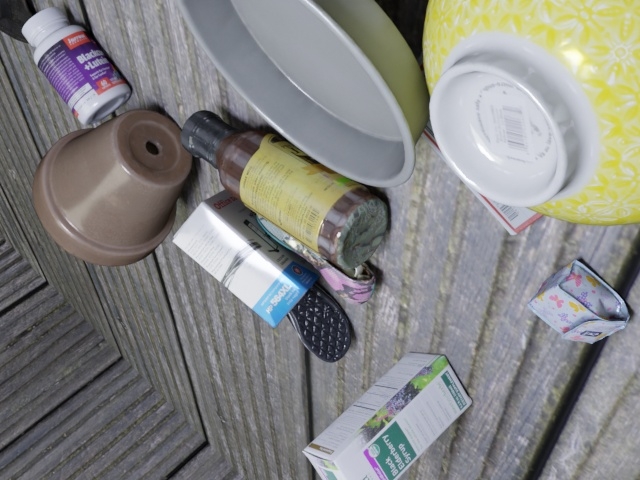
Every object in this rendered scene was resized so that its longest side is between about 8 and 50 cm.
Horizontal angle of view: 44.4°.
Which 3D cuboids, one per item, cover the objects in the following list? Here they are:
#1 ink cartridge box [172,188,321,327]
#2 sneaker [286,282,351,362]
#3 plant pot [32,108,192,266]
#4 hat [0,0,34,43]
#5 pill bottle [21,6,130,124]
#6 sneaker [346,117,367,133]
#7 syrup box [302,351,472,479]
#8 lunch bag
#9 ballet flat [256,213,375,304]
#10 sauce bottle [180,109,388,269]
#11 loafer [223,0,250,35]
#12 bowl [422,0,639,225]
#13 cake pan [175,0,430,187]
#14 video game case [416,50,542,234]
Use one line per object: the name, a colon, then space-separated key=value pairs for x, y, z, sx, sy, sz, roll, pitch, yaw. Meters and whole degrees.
ink cartridge box: x=-0.103 y=0.018 z=1.197 sx=0.203 sy=0.148 sz=0.086 roll=41 pitch=110 yaw=1
sneaker: x=-0.029 y=0.099 z=1.336 sx=0.235 sy=0.084 sz=0.097 roll=55 pitch=177 yaw=-5
plant pot: x=-0.342 y=-0.111 z=1.382 sx=0.229 sy=0.263 sz=0.263 roll=-31 pitch=98 yaw=46
hat: x=-0.705 y=-0.506 z=1.542 sx=0.331 sy=0.134 sz=0.331 roll=37 pitch=149 yaw=27
pill bottle: x=-0.436 y=-0.311 z=1.390 sx=0.193 sy=0.108 sz=0.108 roll=53 pitch=154 yaw=-4
sneaker: x=0.048 y=-0.190 z=0.829 sx=0.073 sy=0.063 sz=0.162 roll=-18 pitch=100 yaw=56
syrup box: x=0.099 y=0.272 z=1.143 sx=0.093 sy=0.237 sz=0.096 roll=59 pitch=153 yaw=-13
lunch bag: x=0.274 y=0.072 z=0.827 sx=0.083 sy=0.053 sz=0.071 roll=39 pitch=154 yaw=3
ballet flat: x=0.000 y=0.000 z=1.152 sx=0.221 sy=0.077 sz=0.079 roll=43 pitch=135 yaw=14
sauce bottle: x=-0.064 y=-0.086 z=1.089 sx=0.344 sy=0.111 sz=0.111 roll=34 pitch=149 yaw=30
loafer: x=-0.118 y=-0.396 z=0.803 sx=0.130 sy=0.134 sz=0.366 roll=-19 pitch=112 yaw=25
bowl: x=0.172 y=-0.113 z=0.579 sx=0.289 sy=0.156 sz=0.289 roll=38 pitch=151 yaw=25
cake pan: x=-0.015 y=-0.169 z=0.726 sx=0.293 sy=0.054 sz=0.293 roll=38 pitch=167 yaw=11
video game case: x=0.188 y=-0.135 z=0.729 sx=0.204 sy=0.025 sz=0.285 roll=49 pitch=154 yaw=5
